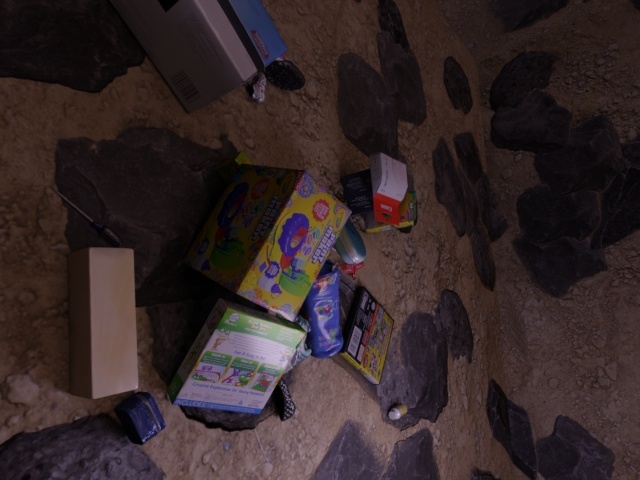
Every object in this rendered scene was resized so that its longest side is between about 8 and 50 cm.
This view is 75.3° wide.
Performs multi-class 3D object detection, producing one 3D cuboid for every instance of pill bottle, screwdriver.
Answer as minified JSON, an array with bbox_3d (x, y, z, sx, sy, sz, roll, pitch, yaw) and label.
[{"bbox_3d":[0.297,0.662,1.603,0.083,0.043,0.043,-1,82,-50],"label":"pill bottle"},{"bbox_3d":[-0.477,-0.045,0.845,0.170,0.024,0.025,44,79,-28],"label":"screwdriver"}]

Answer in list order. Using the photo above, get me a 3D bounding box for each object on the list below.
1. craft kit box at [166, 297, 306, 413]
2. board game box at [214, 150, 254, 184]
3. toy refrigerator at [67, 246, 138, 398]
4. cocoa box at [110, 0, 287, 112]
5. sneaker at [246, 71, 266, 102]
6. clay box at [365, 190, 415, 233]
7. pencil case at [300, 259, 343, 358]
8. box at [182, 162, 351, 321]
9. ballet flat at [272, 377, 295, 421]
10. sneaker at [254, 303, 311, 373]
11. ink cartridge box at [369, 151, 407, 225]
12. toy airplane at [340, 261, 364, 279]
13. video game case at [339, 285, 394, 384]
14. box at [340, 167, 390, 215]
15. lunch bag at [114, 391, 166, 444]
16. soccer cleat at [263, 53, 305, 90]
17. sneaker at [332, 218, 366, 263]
[{"bbox_3d":[-0.189,0.282,0.981,0.250,0.061,0.246,29,96,-40],"label":"craft kit box"},{"bbox_3d":[-0.198,-0.155,1.151,0.181,0.092,0.043,50,46,-31],"label":"board game box"},{"bbox_3d":[-0.417,0.153,0.802,0.094,0.102,0.269,4,78,-51],"label":"toy refrigerator"},{"bbox_3d":[-0.294,-0.543,1.012,0.347,0.231,0.228,57,43,-25],"label":"cocoa box"},{"bbox_3d":[-0.201,-0.477,1.266,0.069,0.038,0.098,9,74,-50],"label":"sneaker"},{"bbox_3d":[0.282,-0.110,1.624,0.053,0.222,0.127,24,64,-46],"label":"clay box"},{"bbox_3d":[0.002,0.195,1.223,0.133,0.119,0.306,-21,120,-30],"label":"pencil case"},{"bbox_3d":[-0.130,-0.008,0.982,0.177,0.279,0.290,37,76,-40],"label":"box"},{"bbox_3d":[-0.117,0.421,1.142,0.049,0.057,0.173,-38,110,-43],"label":"ballet flat"},{"bbox_3d":[-0.096,0.223,1.121,0.122,0.110,0.283,-22,122,-20],"label":"sneaker"},{"bbox_3d":[0.253,-0.181,1.491,0.189,0.066,0.232,9,70,-51],"label":"ink cartridge box"},{"bbox_3d":[0.106,0.072,1.521,0.151,0.028,0.151,17,68,-49],"label":"toy airplane"},{"bbox_3d":[0.178,0.351,1.539,0.248,0.035,0.274,48,47,-32],"label":"video game case"},{"bbox_3d":[0.180,-0.190,1.572,0.093,0.156,0.158,-26,102,-51],"label":"box"},{"bbox_3d":[-0.365,0.355,0.846,0.065,0.067,0.098,-31,104,-50],"label":"lunch bag"},{"bbox_3d":[-0.163,-0.586,1.291,0.318,0.109,0.116,22,61,-44],"label":"soccer cleat"},{"bbox_3d":[0.000,0.000,1.235,0.127,0.208,0.319,42,15,-38],"label":"sneaker"}]
